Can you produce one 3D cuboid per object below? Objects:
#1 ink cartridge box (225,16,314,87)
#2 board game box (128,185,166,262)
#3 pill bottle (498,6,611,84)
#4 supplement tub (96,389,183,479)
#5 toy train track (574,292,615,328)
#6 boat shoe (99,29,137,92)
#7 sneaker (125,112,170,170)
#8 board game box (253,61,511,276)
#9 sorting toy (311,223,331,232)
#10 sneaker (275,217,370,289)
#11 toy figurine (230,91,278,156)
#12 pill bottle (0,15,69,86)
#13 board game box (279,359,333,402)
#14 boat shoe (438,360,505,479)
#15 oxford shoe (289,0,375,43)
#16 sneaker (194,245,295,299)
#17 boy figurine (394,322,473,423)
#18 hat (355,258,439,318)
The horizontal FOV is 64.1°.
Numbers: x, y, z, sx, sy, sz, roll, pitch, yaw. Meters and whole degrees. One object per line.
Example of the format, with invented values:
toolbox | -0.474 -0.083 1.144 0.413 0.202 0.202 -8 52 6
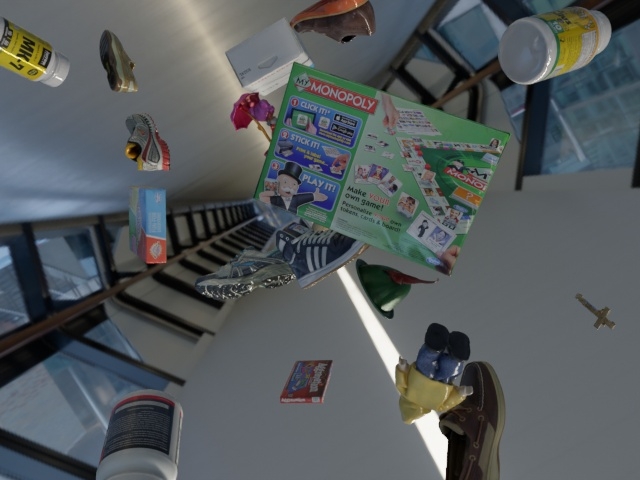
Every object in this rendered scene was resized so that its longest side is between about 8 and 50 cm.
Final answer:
ink cartridge box | -0.159 -0.602 1.707 0.223 0.129 0.307 -26 -172 10
board game box | -0.598 -0.065 1.757 0.064 0.242 0.317 -2 -172 -29
pill bottle | 0.449 -0.374 0.968 0.209 0.117 0.118 -22 -179 -26
supplement tub | -0.461 0.543 1.315 0.191 0.191 0.272 -29 -147 10
toy train track | 0.489 0.124 0.906 0.014 0.048 0.083 -10 -140 -25
boat shoe | -0.508 -0.450 1.299 0.072 0.189 0.068 -1 155 -43
sneaker | -0.469 -0.261 1.334 0.093 0.225 0.088 -15 137 -30
board game box | 0.078 -0.105 0.744 0.046 0.318 0.213 -33 144 -71
sorting toy | 0.089 -0.067 1.373 0.196 0.347 0.047 6 -143 -15
sneaker | 0.000 0.000 1.162 0.099 0.153 0.282 -32 178 -42
toy figurine | -0.098 -0.216 0.986 0.173 0.159 0.130 -8 -139 55
pill bottle | -0.809 -0.511 1.395 0.119 0.119 0.208 -28 157 21
board game box | -0.044 0.500 1.828 0.145 0.027 0.281 -2 -169 9
boat shoe | 0.339 0.435 1.189 0.123 0.123 0.341 135 -28 -58
oxford shoe | 0.020 -0.474 1.124 0.097 0.098 0.271 -38 -151 -16
sneaker | -0.218 0.087 1.460 0.283 0.122 0.110 -11 153 -9
boy figurine | 0.253 0.323 1.165 0.092 0.177 0.285 -62 167 -50
hat | 0.214 0.091 1.308 0.184 0.208 0.173 -33 140 18
